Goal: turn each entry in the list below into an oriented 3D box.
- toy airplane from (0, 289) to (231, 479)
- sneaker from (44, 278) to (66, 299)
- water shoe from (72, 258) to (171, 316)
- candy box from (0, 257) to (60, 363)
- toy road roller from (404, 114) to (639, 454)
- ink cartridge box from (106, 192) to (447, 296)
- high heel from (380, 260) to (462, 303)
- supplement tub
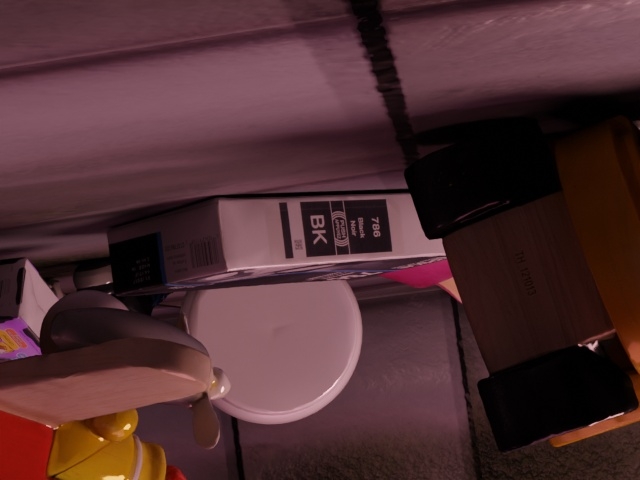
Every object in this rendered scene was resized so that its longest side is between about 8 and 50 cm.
[{"bbox_3d":[-0.258,0.137,1.190,0.386,0.272,0.384,19,143,13],"label":"toy airplane"},{"bbox_3d":[-0.323,0.077,1.574,0.092,0.087,0.228,-27,177,-11],"label":"sneaker"},{"bbox_3d":[-0.208,0.064,1.534,0.073,0.080,0.203,-9,175,19],"label":"water shoe"},{"bbox_3d":[-0.348,0.100,1.400,0.196,0.070,0.165,-9,146,11],"label":"candy box"},{"bbox_3d":[0.224,0.012,0.968,0.240,0.203,0.329,-21,170,18],"label":"toy road roller"},{"bbox_3d":[0.000,0.000,1.228,0.332,0.065,0.165,-5,174,-40],"label":"ink cartridge box"},{"bbox_3d":[0.181,0.062,1.523,0.127,0.181,0.377,-12,173,44],"label":"high heel"},{"bbox_3d":[-0.056,0.100,1.537,0.191,0.191,0.272,-7,175,-5],"label":"supplement tub"}]
